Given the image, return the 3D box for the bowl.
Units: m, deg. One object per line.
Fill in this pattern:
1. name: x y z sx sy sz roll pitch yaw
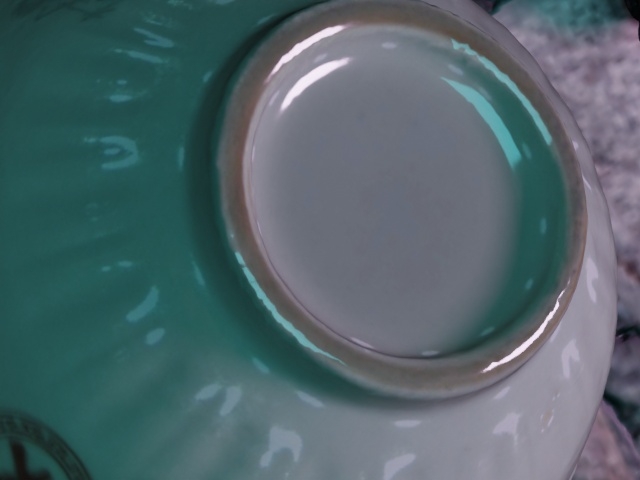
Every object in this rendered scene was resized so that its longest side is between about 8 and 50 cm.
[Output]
1. bowl: 0.000 0.000 0.738 0.337 0.157 0.337 7 72 -23

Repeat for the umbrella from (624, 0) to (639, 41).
1. umbrella: 0.248 -0.141 0.877 0.224 0.080 0.071 -5 58 -12
